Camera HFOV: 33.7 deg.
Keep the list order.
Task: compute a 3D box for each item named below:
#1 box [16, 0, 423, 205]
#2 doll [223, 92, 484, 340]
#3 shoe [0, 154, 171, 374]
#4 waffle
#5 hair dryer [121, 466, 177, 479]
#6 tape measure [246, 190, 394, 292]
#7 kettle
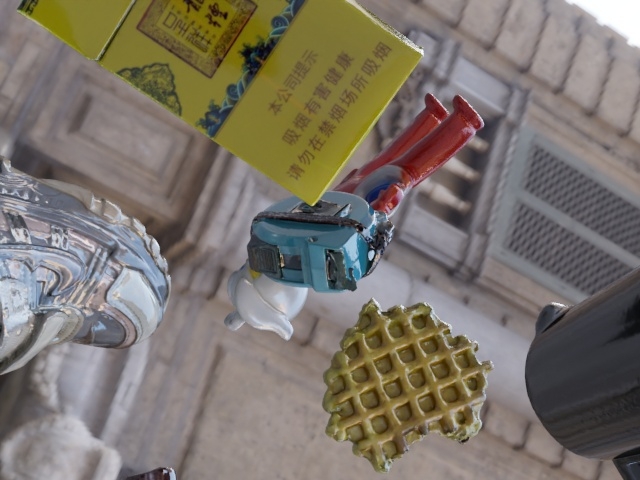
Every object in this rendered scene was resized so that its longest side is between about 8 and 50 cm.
[{"bbox_3d":[-0.076,-0.164,0.821,0.153,0.279,0.041,-53,-171,20],"label":"box"},{"bbox_3d":[0.029,-0.028,1.269,0.384,0.099,0.188,-47,-168,-3],"label":"doll"},{"bbox_3d":[-0.155,0.019,0.508,0.089,0.180,0.092,-29,-140,42],"label":"shoe"},{"bbox_3d":[0.137,0.231,1.658,0.051,0.291,0.291,117,-5,-72],"label":"waffle"},{"bbox_3d":[-0.113,0.426,1.157,0.123,0.340,0.312,-14,-114,22],"label":"hair dryer"},{"bbox_3d":[0.000,0.000,1.075,0.125,0.146,0.081,-44,134,-51],"label":"tape measure"},{"bbox_3d":[0.393,0.138,1.117,0.203,0.262,0.308,-55,-175,-31],"label":"kettle"}]
